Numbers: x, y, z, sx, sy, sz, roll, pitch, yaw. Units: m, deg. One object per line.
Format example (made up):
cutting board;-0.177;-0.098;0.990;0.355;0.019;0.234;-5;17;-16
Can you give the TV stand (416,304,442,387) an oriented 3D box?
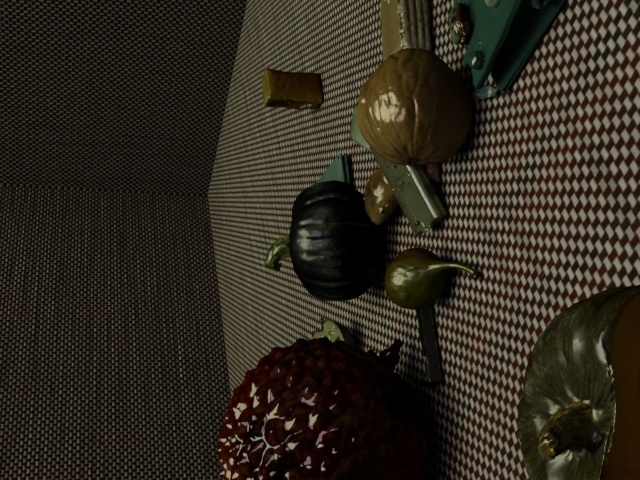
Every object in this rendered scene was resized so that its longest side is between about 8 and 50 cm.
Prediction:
TV stand;0.209;0.172;1.712;0.049;0.040;0.256;124;145;-60

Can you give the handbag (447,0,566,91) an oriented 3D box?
handbag;0.297;-0.431;1.400;0.274;0.100;0.268;120;147;-56

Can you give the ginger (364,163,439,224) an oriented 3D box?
ginger;0.170;-0.121;1.820;0.294;0.086;0.131;-29;44;65

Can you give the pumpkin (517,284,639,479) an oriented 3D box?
pumpkin;0.325;0.220;0.993;0.232;0.242;0.324;164;112;-63

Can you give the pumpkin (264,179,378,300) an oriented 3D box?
pumpkin;0.000;0.000;2.003;0.296;0.296;0.295;-178;90;-73

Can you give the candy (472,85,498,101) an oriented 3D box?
candy;0.299;-0.266;1.509;0.083;0.020;0.030;-151;64;-69

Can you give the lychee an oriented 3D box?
lychee;0.023;0.392;1.704;0.425;0.500;0.424;38;153;23

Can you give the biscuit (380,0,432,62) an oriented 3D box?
biscuit;0.179;-0.577;1.845;0.144;0.079;0.425;136;134;-68

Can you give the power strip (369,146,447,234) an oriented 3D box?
power strip;0.171;-0.139;1.714;0.267;0.034;0.092;63;145;13

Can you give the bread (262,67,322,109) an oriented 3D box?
bread;-0.089;-0.460;2.548;0.103;0.172;0.132;115;151;-57

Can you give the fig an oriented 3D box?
fig;0.217;0.067;1.604;0.236;0.124;0.124;-18;70;59

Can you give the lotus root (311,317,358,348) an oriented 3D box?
lotus root;0.050;0.300;2.168;0.183;0.078;0.203;-1;95;60

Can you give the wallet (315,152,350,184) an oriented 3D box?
wallet;0.031;-0.067;2.313;0.290;0.054;0.251;132;133;-57

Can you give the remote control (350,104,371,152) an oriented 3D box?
remote control;0.128;-0.268;2.042;0.233;0.038;0.098;-130;45;-64

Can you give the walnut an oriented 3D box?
walnut;0.180;-0.254;1.591;0.228;0.228;0.227;-178;90;-73
